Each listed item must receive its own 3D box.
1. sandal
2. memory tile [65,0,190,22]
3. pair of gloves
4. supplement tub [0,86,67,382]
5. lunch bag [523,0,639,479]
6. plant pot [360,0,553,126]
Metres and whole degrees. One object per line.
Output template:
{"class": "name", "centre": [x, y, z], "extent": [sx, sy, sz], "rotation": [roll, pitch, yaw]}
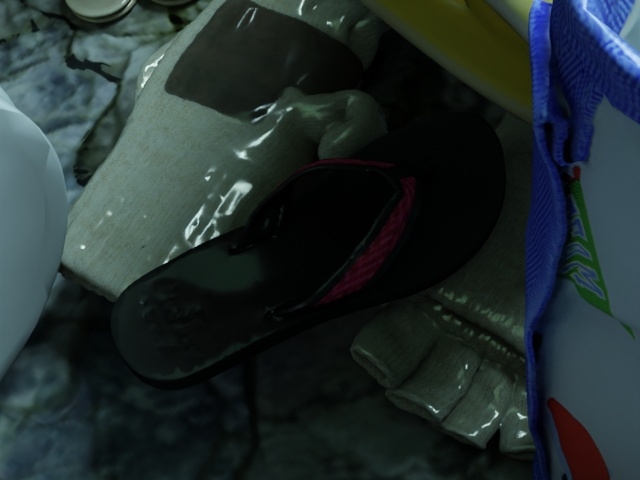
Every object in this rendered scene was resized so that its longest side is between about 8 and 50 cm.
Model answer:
{"class": "sandal", "centre": [0.000, 0.000, 0.649], "extent": [0.179, 0.040, 0.067], "rotation": [-29, 61, -14]}
{"class": "memory tile", "centre": [-0.059, -0.166, 0.820], "extent": [0.148, 0.012, 0.113], "rotation": [-12, 60, 4]}
{"class": "pair of gloves", "centre": [0.023, -0.026, 0.713], "extent": [0.240, 0.042, 0.204], "rotation": [19, 61, 13]}
{"class": "supplement tub", "centre": [-0.288, -0.052, 0.665], "extent": [0.331, 0.241, 0.241], "rotation": [36, 72, 25]}
{"class": "lunch bag", "centre": [0.252, 0.023, 0.479], "extent": [0.385, 0.328, 0.239], "rotation": [5, 60, 10]}
{"class": "plant pot", "centre": [0.103, -0.172, 0.542], "extent": [0.254, 0.254, 0.239], "rotation": [39, 89, 26]}
